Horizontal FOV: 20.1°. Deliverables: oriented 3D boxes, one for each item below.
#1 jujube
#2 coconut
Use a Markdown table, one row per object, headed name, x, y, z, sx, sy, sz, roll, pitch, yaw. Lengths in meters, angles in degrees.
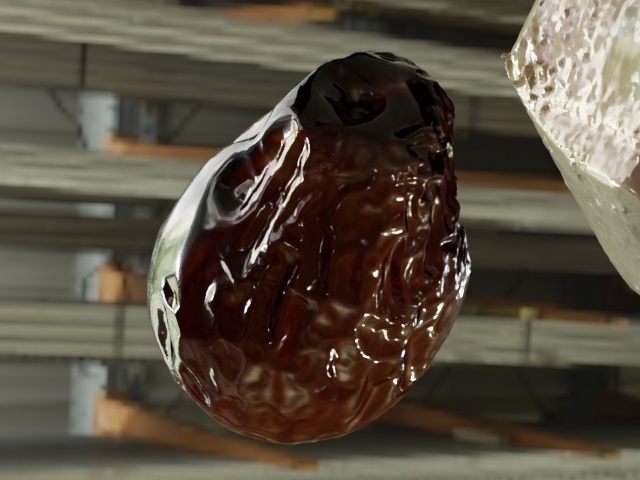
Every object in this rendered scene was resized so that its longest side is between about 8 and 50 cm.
| name | x | y | z | sx | sy | sz | roll | pitch | yaw |
| --- | --- | --- | --- | --- | --- | --- | --- | --- | --- |
| jujube | 0.000 | 0.000 | 0.902 | 0.168 | 0.168 | 0.236 | 3 | 144 | -13 |
| coconut | 0.266 | -0.099 | 1.041 | 0.297 | 0.309 | 0.297 | 21 | -168 | -5 |
